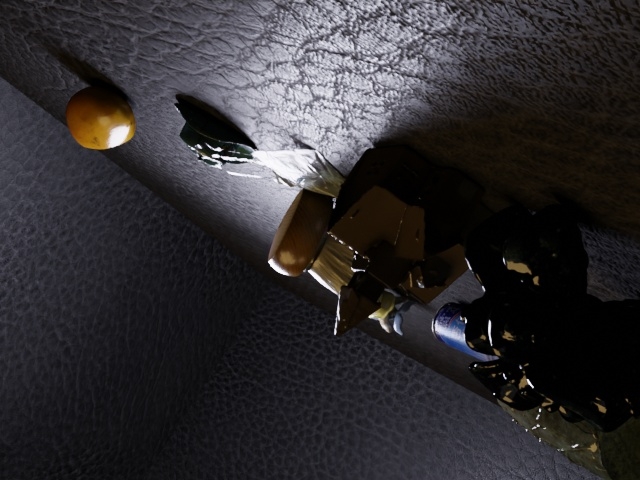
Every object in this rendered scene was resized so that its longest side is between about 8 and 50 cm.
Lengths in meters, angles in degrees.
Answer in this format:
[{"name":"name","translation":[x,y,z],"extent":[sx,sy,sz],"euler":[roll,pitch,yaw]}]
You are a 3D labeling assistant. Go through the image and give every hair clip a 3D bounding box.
[{"name":"hair clip","translation":[0.292,0.108,0.963],"extent":[0.310,0.206,0.194],"euler":[35,170,-16]}]

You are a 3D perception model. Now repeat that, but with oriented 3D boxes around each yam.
[{"name":"yam","translation":[0.442,0.260,1.382],"extent":[0.201,0.202,0.271],"euler":[57,163,-22]}]

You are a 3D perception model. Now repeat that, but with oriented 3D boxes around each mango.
[{"name":"mango","translation":[-0.517,-0.291,1.936],"extent":[0.252,0.126,0.154],"euler":[1,129,58]}]

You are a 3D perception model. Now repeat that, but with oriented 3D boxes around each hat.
[{"name":"hat","translation":[-0.221,-0.189,1.586],"extent":[0.191,0.078,0.138],"euler":[30,168,17]}]

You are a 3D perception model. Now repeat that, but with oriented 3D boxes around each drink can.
[{"name":"drink can","translation":[0.339,0.199,1.693],"extent":[0.097,0.097,0.235],"euler":[38,170,-30]}]

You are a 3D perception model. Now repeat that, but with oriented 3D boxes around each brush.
[{"name":"brush","translation":[0.000,0.000,1.608],"extent":[0.166,0.174,0.267],"euler":[24,-179,-9]}]

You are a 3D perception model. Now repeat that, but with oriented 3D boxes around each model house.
[{"name":"model house","translation":[0.095,0.023,1.065],"extent":[0.181,0.248,0.176],"euler":[34,171,-18]}]

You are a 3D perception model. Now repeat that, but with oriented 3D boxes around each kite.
[{"name":"kite","translation":[-0.085,-0.123,1.464],"extent":[0.310,0.015,0.169],"euler":[10,159,35]}]

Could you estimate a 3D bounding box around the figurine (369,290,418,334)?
[{"name":"figurine","translation":[0.138,0.158,2.116],"extent":[0.208,0.128,0.184],"euler":[21,165,20]}]
